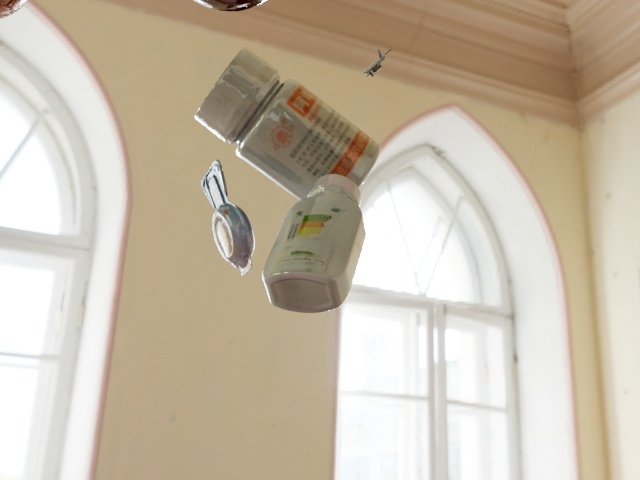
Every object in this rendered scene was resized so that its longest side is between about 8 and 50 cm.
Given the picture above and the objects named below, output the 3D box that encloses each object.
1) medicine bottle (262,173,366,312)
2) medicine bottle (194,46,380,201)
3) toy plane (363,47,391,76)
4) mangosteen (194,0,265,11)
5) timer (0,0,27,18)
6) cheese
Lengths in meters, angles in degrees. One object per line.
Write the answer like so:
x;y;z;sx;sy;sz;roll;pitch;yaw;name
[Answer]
0.000;0.000;1.485;0.161;0.296;0.111;1;-51;18;medicine bottle
-0.071;-0.232;1.699;0.371;0.211;0.211;37;-29;-9;medicine bottle
0.099;-0.314;1.390;0.024;0.084;0.078;39;-41;-10;toy plane
-0.100;-0.439;1.112;0.258;0.215;0.215;-11;-17;-16;mangosteen
-0.683;-0.543;1.519;0.230;0.229;0.215;-9;1;27;timer
-0.196;-0.042;1.645;0.052;0.244;0.135;-14;-15;-33;cheese
